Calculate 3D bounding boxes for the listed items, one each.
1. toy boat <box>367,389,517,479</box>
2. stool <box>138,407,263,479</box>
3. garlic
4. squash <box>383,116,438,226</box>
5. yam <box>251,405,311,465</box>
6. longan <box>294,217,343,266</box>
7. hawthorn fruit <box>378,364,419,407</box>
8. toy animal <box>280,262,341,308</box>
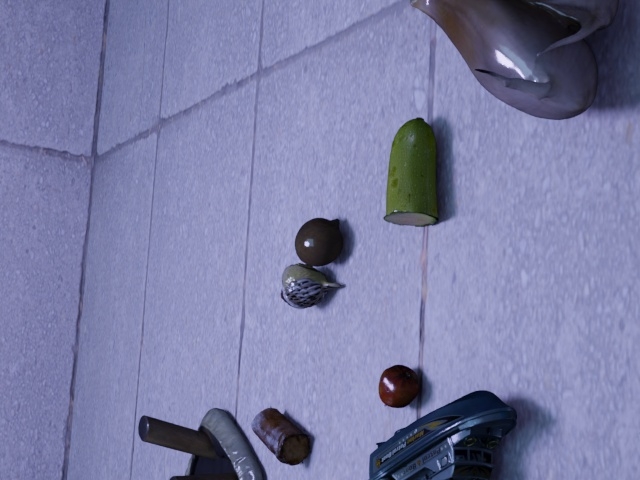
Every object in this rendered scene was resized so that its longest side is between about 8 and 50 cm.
[{"bbox_3d":[0.193,0.319,1.167,0.296,0.114,0.122,-46,41,43],"label":"toy boat"},{"bbox_3d":[-0.311,0.582,1.778,0.310,0.226,0.310,42,116,51],"label":"stool"},{"bbox_3d":[0.298,-0.304,1.031,0.231,0.246,0.340,-51,28,23],"label":"garlic"},{"bbox_3d":[0.161,-0.123,1.335,0.095,0.095,0.188,-15,67,54],"label":"squash"},{"bbox_3d":[-0.084,0.409,1.602,0.141,0.079,0.079,28,107,57],"label":"yam"},{"bbox_3d":[0.000,0.000,1.546,0.113,0.092,0.113,-34,28,21],"label":"longan"},{"bbox_3d":[0.134,0.253,1.313,0.077,0.077,0.077,-16,70,54],"label":"hawthorn fruit"},{"bbox_3d":[-0.024,0.102,1.567,0.137,0.098,0.098,23,104,34],"label":"toy animal"}]
